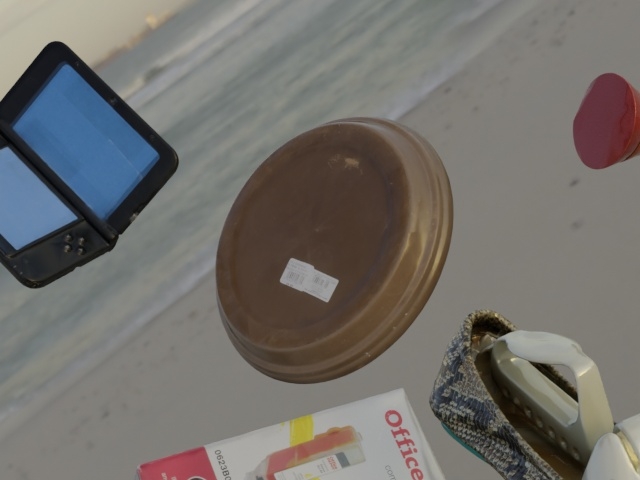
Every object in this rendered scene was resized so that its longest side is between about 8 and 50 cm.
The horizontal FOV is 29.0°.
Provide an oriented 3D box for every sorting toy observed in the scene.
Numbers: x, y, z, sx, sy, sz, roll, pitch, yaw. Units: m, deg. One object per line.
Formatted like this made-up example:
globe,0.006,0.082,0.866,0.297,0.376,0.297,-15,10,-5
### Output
sorting toy,0.452,-0.094,1.468,0.365,0.126,0.127,45,124,56

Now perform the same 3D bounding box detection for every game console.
game console,-0.171,-0.049,0.763,0.107,0.122,0.071,-33,-18,-46

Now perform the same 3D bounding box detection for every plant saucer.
plant saucer,0.000,0.000,1.187,0.278,0.041,0.278,-18,58,31

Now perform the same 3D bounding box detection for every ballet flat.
ballet flat,0.265,0.212,1.257,0.164,0.182,0.483,-6,27,-26

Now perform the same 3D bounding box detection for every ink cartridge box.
ink cartridge box,-0.021,0.384,1.604,0.384,0.279,0.160,-13,-29,-21
